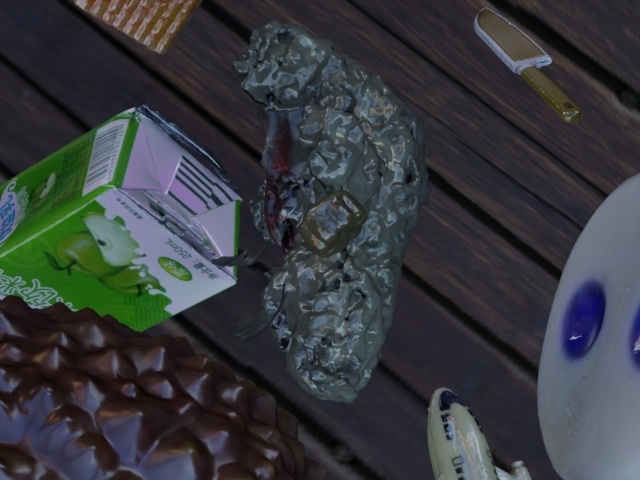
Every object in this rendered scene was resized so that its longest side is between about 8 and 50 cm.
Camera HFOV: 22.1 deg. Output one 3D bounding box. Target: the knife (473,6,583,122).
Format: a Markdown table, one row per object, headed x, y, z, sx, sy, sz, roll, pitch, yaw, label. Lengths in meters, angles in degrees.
| x | y | z | sx | sy | sz | roll | pitch | yaw | label |
| --- | --- | --- | --- | --- | --- | --- | --- | --- | --- |
| 0.216 | -0.184 | 1.706 | 0.046 | 0.256 | 0.022 | -15 | 126 | -12 | knife |

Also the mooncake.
| x | y | z | sx | sy | sz | roll | pitch | yaw | label |
| --- | --- | --- | --- | --- | --- | --- | --- | --- | --- |
| -0.018 | 0.003 | 1.135 | 0.057 | 0.347 | 0.150 | 34 | 119 | 4 | mooncake |

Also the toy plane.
| x | y | z | sx | sy | sz | roll | pitch | yaw | label |
| --- | --- | --- | --- | --- | --- | --- | --- | --- | --- |
| 0.138 | 0.247 | 1.395 | 0.242 | 0.104 | 0.256 | -10 | 54 | -16 | toy plane |

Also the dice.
| x | y | z | sx | sy | sz | roll | pitch | yaw | label |
| --- | --- | --- | --- | --- | --- | --- | --- | --- | --- |
| 0.388 | 0.104 | 1.506 | 0.277 | 0.304 | 0.304 | 13 | 86 | -17 | dice |

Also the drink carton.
| x | y | z | sx | sy | sz | roll | pitch | yaw | label |
| --- | --- | --- | --- | --- | --- | --- | --- | --- | --- |
| -0.206 | 0.009 | 1.457 | 0.271 | 0.161 | 0.108 | -27 | 39 | 30 | drink carton |

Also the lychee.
| x | y | z | sx | sy | sz | roll | pitch | yaw | label |
| --- | --- | --- | --- | --- | --- | --- | --- | --- | --- |
| -0.116 | 0.139 | 0.679 | 0.267 | 0.267 | 0.267 | -1 | 86 | 15 | lychee |

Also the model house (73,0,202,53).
| x | y | z | sx | sy | sz | roll | pitch | yaw | label |
| --- | --- | --- | --- | --- | --- | --- | --- | --- | --- |
| -0.194 | -0.345 | 1.816 | 0.237 | 0.237 | 0.202 | 40 | 114 | 9 | model house |

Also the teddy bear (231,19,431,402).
| x | y | z | sx | sy | sz | roll | pitch | yaw | label |
| --- | --- | --- | --- | --- | --- | --- | --- | --- | --- |
| 0.000 | 0.000 | 1.761 | 0.224 | 0.357 | 0.367 | 7 | 54 | 6 | teddy bear |
